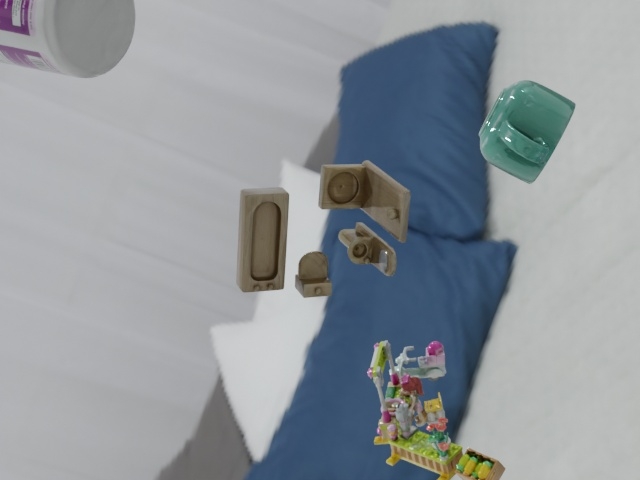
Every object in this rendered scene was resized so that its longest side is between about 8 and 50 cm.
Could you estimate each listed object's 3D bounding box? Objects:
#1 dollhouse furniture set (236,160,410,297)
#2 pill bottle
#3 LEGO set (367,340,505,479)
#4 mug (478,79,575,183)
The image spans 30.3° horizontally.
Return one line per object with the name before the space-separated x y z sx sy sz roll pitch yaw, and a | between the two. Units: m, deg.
dollhouse furniture set | 0.000 0.000 1.291 0.123 0.151 0.144 -136 47 -62
pill bottle | -0.426 -0.336 1.717 0.301 0.169 0.169 16 84 36
LEGO set | 0.125 0.208 1.485 0.287 0.132 0.107 -115 9 -64
mug | 0.279 -0.158 1.621 0.129 0.097 0.158 -61 -3 -12
